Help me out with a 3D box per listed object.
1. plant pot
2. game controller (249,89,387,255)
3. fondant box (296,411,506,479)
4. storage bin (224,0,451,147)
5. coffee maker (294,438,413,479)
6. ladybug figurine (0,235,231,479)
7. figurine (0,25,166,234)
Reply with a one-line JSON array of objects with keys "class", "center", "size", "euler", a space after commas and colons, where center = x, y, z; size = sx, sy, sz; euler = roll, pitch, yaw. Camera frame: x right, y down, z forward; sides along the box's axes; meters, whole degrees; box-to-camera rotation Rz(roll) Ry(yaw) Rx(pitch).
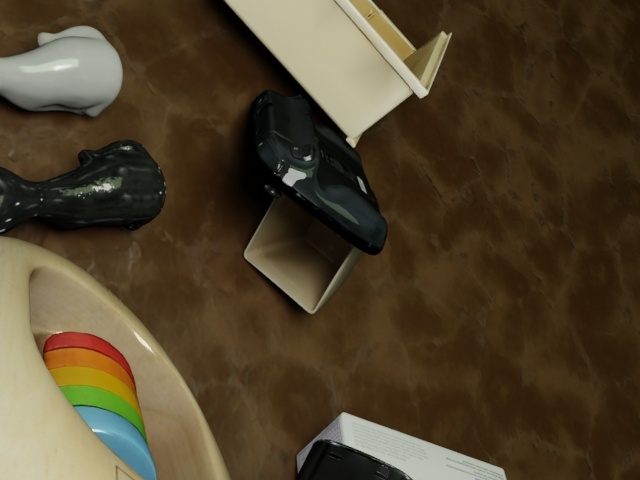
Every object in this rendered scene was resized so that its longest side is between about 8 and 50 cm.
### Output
[{"class": "plant pot", "center": [0.000, 0.000, 1.069], "size": [0.109, 0.109, 0.096], "euler": [40, 27, 18]}, {"class": "game controller", "center": [-0.006, -0.082, 1.038], "size": [0.166, 0.067, 0.319], "euler": [46, 12, -17]}, {"class": "fondant box", "center": [0.107, 0.357, 0.936], "size": [0.238, 0.096, 0.330], "euler": [25, 35, -27]}, {"class": "storage bin", "center": [0.025, -0.290, 1.187], "size": [0.262, 0.123, 0.260], "euler": [46, 30, -12]}, {"class": "coffee maker", "center": [0.008, 0.262, 0.769], "size": [0.120, 0.171, 0.178], "euler": [32, 57, 0]}, {"class": "ladybug figurine", "center": [-0.193, 0.158, 0.671], "size": [0.162, 0.449, 0.305], "euler": [-42, 113, 1]}, {"class": "figurine", "center": [-0.275, -0.105, 0.901], "size": [0.209, 0.092, 0.215], "euler": [-10, 75, -51]}]
